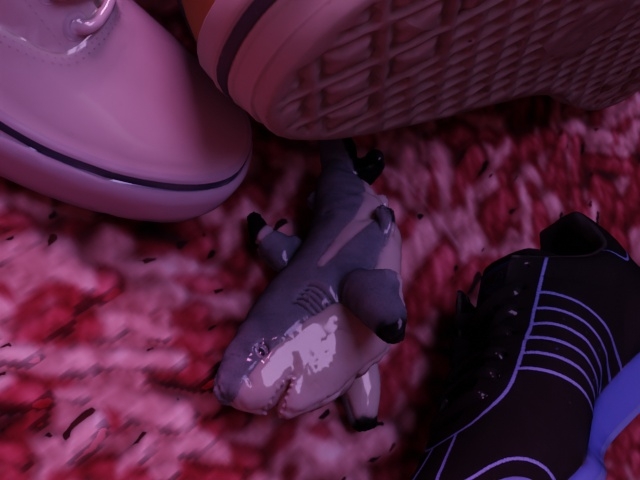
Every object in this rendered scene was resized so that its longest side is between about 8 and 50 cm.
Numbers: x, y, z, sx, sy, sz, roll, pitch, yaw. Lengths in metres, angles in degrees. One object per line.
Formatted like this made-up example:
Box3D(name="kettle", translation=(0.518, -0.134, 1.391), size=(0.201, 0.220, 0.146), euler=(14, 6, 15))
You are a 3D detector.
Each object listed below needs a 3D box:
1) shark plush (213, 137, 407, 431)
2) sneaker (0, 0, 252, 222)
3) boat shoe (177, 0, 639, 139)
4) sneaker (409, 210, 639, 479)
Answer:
Box3D(name="shark plush", translation=(0.000, 0.000, 0.505), size=(0.067, 0.073, 0.161), euler=(9, 61, -3))
Box3D(name="sneaker", translation=(-0.119, -0.100, 0.428), size=(0.258, 0.091, 0.094), euler=(36, 48, -20))
Box3D(name="boat shoe", translation=(0.112, -0.158, 0.585), size=(0.500, 0.187, 0.156), euler=(-14, 69, -50))
Box3D(name="sneaker", translation=(0.082, 0.060, 0.525), size=(0.090, 0.081, 0.232), euler=(55, 37, 3))
